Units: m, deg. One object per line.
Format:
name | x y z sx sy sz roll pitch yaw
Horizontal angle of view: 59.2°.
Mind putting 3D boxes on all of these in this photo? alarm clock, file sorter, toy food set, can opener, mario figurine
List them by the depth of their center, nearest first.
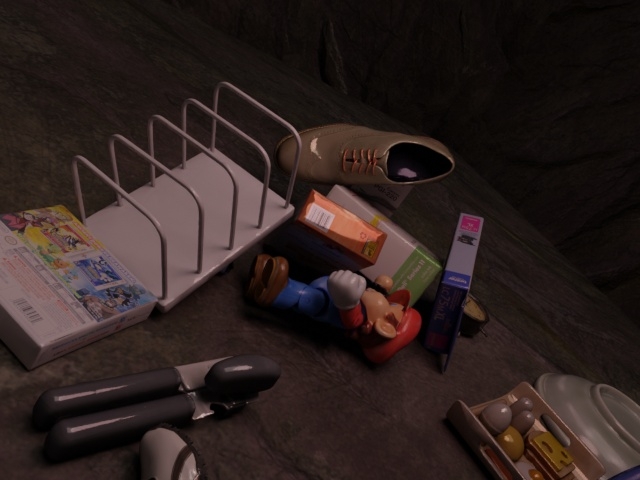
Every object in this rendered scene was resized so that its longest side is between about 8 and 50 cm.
can opener | -0.172 0.169 0.641 0.280 0.093 0.074 -2 44 -48
file sorter | -0.187 -0.079 0.818 0.192 0.173 0.277 37 52 17
mario figurine | 0.042 0.086 0.975 0.320 0.170 0.198 22 29 -23
toy food set | 0.379 0.359 1.008 0.306 0.092 0.220 6 37 -48
alarm clock | 0.336 0.158 1.365 0.129 0.064 0.192 30 27 -12

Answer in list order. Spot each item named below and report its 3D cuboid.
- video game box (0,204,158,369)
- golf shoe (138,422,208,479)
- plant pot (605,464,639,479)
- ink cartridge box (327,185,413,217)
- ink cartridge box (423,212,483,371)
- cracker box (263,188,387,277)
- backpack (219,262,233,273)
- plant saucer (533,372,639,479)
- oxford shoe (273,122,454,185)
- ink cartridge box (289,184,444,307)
video game box | -0.337 0.044 0.697 0.205 0.048 0.187 41 26 13
golf shoe | -0.149 0.256 0.516 0.093 0.077 0.198 13 31 -41
plant pot | 0.558 0.441 0.859 0.236 0.212 0.236 51 5 33
ink cartridge box | 0.119 -0.120 1.401 0.158 0.218 0.092 34 23 -3
ink cartridge box | 0.277 0.099 1.181 0.065 0.186 0.311 14 38 11
cracker box | 0.000 0.000 1.040 0.155 0.067 0.232 30 -19 -12
backpack | -0.196 -0.008 0.937 0.114 0.084 0.105 12 30 -37
plant saucer | 0.665 0.431 1.251 0.400 0.101 0.400 29 24 -14
oxford shoe | 0.094 -0.184 1.215 0.396 0.141 0.146 -1 10 0
ink cartridge box | 0.099 -0.014 1.255 0.353 0.119 0.207 39 10 8
